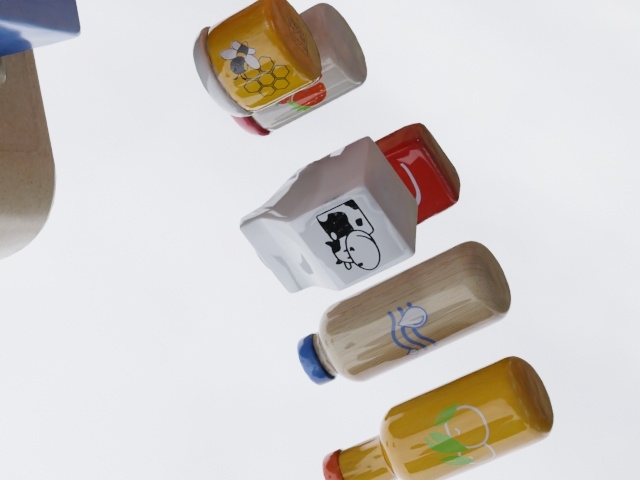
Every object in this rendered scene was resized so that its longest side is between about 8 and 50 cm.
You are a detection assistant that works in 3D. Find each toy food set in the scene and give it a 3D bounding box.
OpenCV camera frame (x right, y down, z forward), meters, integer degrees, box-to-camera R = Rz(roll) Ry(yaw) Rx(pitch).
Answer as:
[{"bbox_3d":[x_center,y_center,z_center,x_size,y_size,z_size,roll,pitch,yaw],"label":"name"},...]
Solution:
[{"bbox_3d":[0.000,0.000,0.801,0.232,0.104,0.111,53,-157,-27],"label":"toy food set"}]

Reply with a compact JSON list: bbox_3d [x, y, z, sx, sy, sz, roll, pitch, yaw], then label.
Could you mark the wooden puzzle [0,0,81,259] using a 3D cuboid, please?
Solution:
[{"bbox_3d":[-0.188,-0.162,0.707,0.322,0.080,0.348,-3,-93,-70],"label":"wooden puzzle"}]
